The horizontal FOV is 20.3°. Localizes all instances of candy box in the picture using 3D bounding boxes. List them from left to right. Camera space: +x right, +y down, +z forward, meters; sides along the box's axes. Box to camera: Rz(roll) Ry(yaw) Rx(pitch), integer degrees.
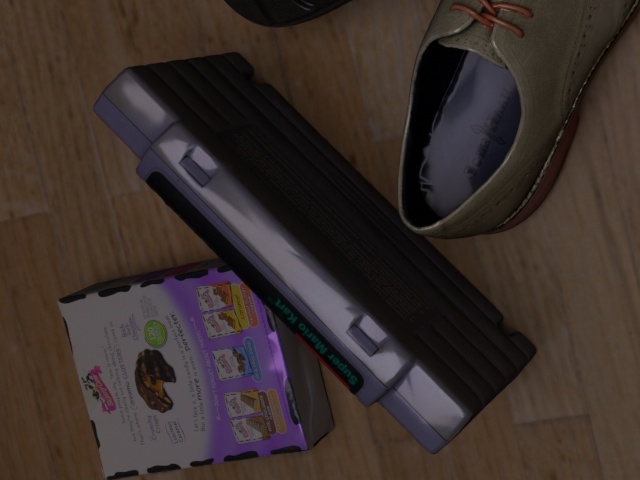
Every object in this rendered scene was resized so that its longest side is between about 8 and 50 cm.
[{"bbox_3d":[-0.106,0.104,1.512,0.196,0.070,0.164,-11,97,23],"label":"candy box"}]

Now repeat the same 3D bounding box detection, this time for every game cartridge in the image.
[{"bbox_3d":[0.000,0.000,1.360,0.355,0.230,0.068,45,114,8],"label":"game cartridge"}]

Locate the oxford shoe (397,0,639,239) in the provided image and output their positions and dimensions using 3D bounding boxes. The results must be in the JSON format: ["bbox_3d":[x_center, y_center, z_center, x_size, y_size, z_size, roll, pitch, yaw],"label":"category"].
[{"bbox_3d":[0.156,-0.177,1.303,0.140,0.146,0.397,20,107,19],"label":"oxford shoe"}]

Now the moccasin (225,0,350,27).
[{"bbox_3d":[0.047,-0.311,1.329,0.139,0.147,0.380,33,122,-4],"label":"moccasin"}]
